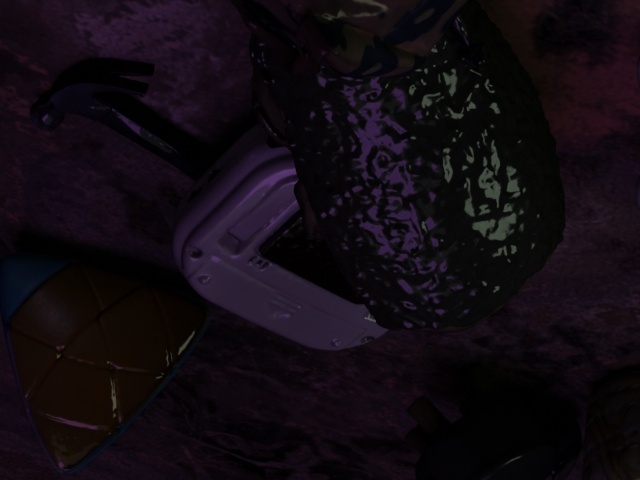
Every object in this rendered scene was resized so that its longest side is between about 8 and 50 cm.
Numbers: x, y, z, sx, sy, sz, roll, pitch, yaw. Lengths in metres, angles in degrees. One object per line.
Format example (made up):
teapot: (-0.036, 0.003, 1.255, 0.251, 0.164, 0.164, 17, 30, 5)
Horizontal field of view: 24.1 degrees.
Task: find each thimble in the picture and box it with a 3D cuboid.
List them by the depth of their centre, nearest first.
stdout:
thimble: (0.381, 0.228, 1.664, 0.190, 0.143, 0.137, -21, 134, 39)

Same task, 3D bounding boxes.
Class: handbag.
handbag: (-0.018, -0.224, 0.982, 0.251, 0.193, 0.190, 35, 104, 7)

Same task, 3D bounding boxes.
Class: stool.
stool: (0.192, 0.241, 1.738, 0.228, 0.139, 0.153, 6, 132, -52)

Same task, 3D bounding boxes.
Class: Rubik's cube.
Rubik's cube: (-0.268, 0.162, 1.712, 0.254, 0.254, 0.254, 8, 147, 6)

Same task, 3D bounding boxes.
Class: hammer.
hammer: (-0.128, -0.083, 1.459, 0.290, 0.037, 0.137, 31, 144, -25)

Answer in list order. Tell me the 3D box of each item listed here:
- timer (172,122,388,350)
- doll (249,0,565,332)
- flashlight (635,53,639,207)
timer: (0.000, 0.000, 1.451, 0.262, 0.087, 0.237, 27, 130, -28)
doll: (0.061, -0.091, 1.229, 0.247, 0.247, 0.349, -4, 135, 23)
flashlight: (0.307, -0.092, 1.276, 0.093, 0.047, 0.200, -1, 133, 21)
